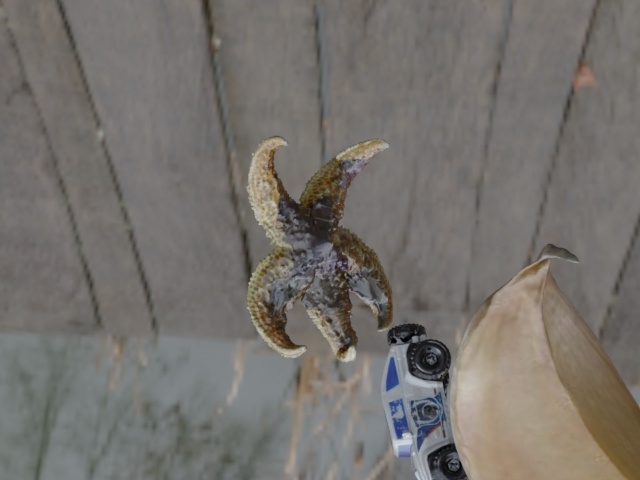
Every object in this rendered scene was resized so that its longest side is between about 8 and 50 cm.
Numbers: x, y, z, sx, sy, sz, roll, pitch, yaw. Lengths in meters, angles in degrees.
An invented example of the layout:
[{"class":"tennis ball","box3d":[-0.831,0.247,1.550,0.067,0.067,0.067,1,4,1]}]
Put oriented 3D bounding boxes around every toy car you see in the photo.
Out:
[{"class":"toy car","box3d":[0.095,0.161,1.327,0.070,0.170,0.080,-11,160,0]}]

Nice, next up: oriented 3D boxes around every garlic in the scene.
[{"class":"garlic","box3d":[0.136,0.107,0.863,0.115,0.206,0.128,-27,-172,6]}]

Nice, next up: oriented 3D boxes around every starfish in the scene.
[{"class":"starfish","box3d":[-0.002,-0.001,1.406,0.071,0.216,0.238,8,139,55]}]
